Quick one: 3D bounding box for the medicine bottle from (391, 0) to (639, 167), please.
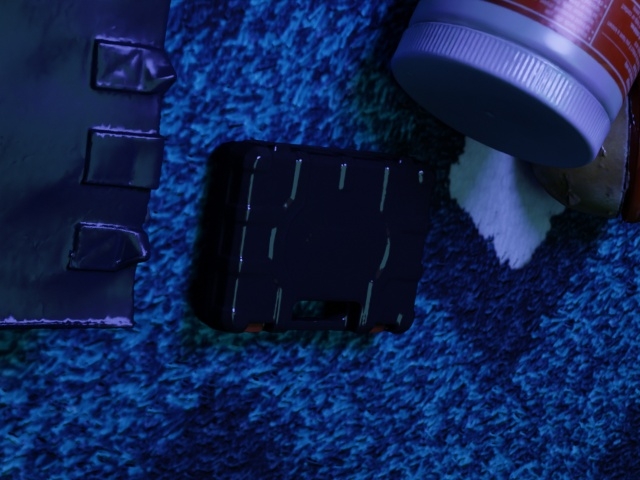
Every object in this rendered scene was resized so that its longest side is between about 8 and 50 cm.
[{"bbox_3d":[0.238,-0.242,1.645,0.252,0.252,0.241,37,75,-40],"label":"medicine bottle"}]

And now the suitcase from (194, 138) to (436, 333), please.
[{"bbox_3d":[0.000,0.000,1.623,0.285,0.066,0.206,4,99,-41],"label":"suitcase"}]

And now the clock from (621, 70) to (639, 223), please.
[{"bbox_3d":[0.399,-0.124,1.884,0.205,0.051,0.205,3,90,-84],"label":"clock"}]

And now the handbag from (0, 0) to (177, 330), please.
[{"bbox_3d":[-0.248,-0.086,1.353,0.269,0.118,0.325,4,99,-35],"label":"handbag"}]

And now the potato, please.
[{"bbox_3d":[0.315,-0.128,1.836,0.182,0.117,0.202,-54,146,-82],"label":"potato"}]
